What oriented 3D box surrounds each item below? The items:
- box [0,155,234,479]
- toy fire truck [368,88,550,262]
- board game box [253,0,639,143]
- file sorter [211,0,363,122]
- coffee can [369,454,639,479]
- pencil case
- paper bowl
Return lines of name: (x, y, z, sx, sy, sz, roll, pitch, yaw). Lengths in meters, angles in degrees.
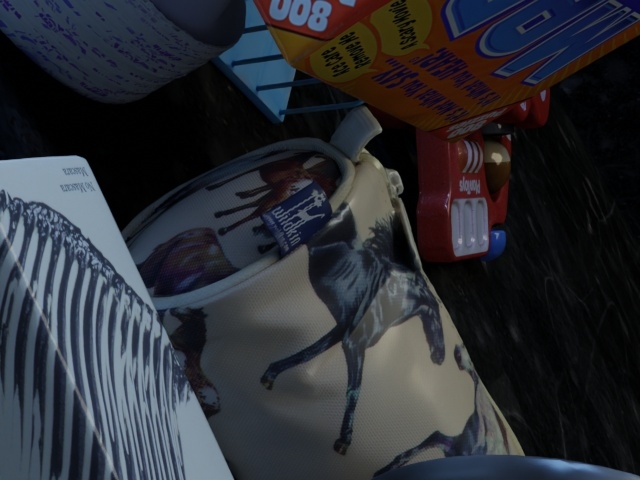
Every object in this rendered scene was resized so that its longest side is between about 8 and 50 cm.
box: (-0.104, 0.105, 0.588, 0.275, 0.094, 0.113, 64, 17, 1)
toy fire truck: (0.166, -0.100, 1.565, 0.302, 0.169, 0.253, -3, 93, -70)
board game box: (0.106, -0.314, 0.805, 0.356, 0.356, 0.356, 63, 15, 11)
file sorter: (-0.029, -0.197, 1.128, 0.170, 0.105, 0.118, 43, 51, -48)
coffee can: (0.092, 0.266, 0.624, 0.201, 0.202, 0.275, 47, 43, -43)
pencil case: (0.048, 0.129, 0.835, 0.410, 0.184, 0.160, 58, 10, -21)
paper bowl: (-0.137, -0.245, 0.885, 0.284, 0.148, 0.284, 53, 20, -29)
